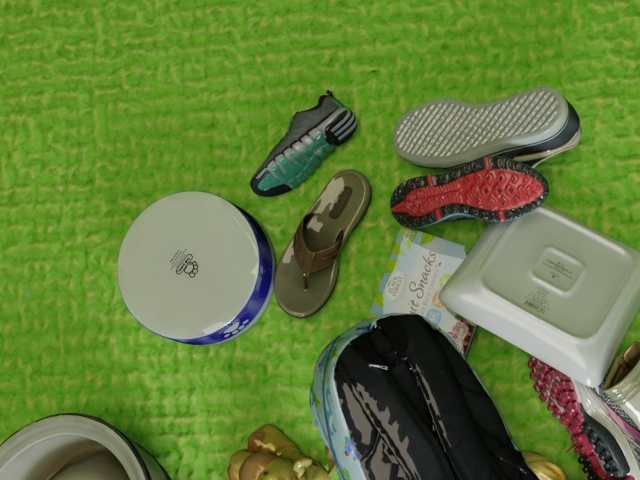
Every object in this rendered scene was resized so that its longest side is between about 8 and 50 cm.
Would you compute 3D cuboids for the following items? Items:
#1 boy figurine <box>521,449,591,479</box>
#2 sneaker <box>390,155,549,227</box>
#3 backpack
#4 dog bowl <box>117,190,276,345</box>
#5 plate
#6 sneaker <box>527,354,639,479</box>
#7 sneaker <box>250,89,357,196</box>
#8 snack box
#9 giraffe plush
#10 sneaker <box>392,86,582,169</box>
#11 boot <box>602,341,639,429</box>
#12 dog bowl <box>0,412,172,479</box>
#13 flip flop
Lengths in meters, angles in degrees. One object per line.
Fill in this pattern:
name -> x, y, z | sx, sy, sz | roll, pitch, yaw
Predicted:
boy figurine -> 0.391, 0.433, 1.460 | 0.285, 0.092, 0.177 | 56, 135, 26
sneaker -> 0.251, -0.083, 1.585 | 0.261, 0.125, 0.104 | -4, 95, 28
backpack -> 0.128, 0.285, 1.441 | 0.290, 0.273, 0.356 | -27, 96, -17
dog bowl -> -0.217, 0.050, 1.692 | 0.264, 0.104, 0.265 | -2, 79, 13
plate -> 0.368, 0.057, 1.520 | 0.277, 0.045, 0.278 | 30, 58, 16
sneaker -> 0.426, 0.252, 1.512 | 0.112, 0.121, 0.299 | -19, 73, -21
sneaker -> -0.042, -0.171, 1.720 | 0.223, 0.083, 0.098 | -38, 51, 2
snack box -> 0.183, 0.101, 1.607 | 0.174, 0.070, 0.207 | 20, 84, 15
giraffe plush -> -0.069, 0.395, 1.558 | 0.210, 0.170, 0.182 | 6, 81, 14
sneaker -> 0.280, -0.170, 1.618 | 0.321, 0.127, 0.126 | -2, 72, 38
boot -> 0.531, 0.211, 1.452 | 0.213, 0.077, 0.165 | -41, 92, -24
dog bowl -> -0.399, 0.497, 1.585 | 0.407, 0.150, 0.408 | -10, 67, 24
flip flop -> 0.000, 0.000, 1.663 | 0.112, 0.080, 0.277 | 28, 87, 16
